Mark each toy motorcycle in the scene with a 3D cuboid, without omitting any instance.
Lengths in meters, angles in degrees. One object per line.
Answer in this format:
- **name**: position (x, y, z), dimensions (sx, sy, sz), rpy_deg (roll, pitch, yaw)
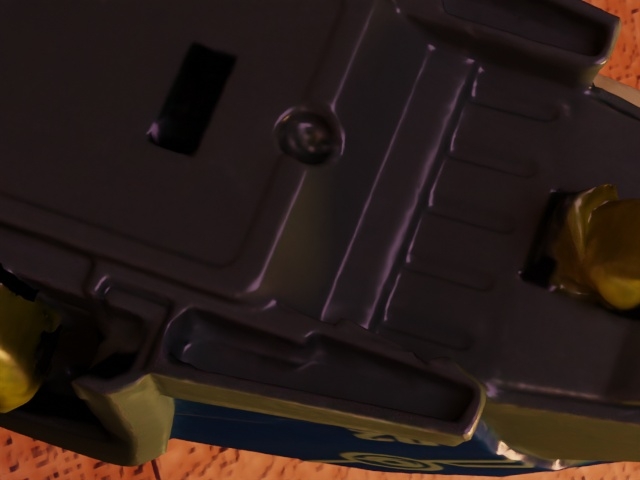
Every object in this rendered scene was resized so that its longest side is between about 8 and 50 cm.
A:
- **toy motorcycle**: position (0.000, 0.000, 0.612), dimensions (0.326, 0.200, 0.191), rpy_deg (20, 72, 10)

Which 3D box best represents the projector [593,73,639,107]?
- **projector**: position (0.065, -0.018, 0.770), dimensions (0.147, 0.061, 0.115), rpy_deg (15, 77, -30)
